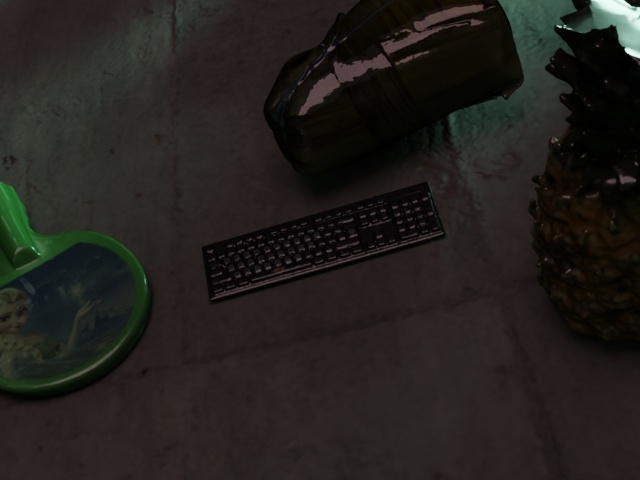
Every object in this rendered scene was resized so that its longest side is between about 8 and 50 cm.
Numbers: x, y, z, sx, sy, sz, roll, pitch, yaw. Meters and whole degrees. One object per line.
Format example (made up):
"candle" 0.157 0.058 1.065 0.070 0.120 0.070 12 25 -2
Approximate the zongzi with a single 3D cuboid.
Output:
"zongzi" 0.035 -0.173 1.023 0.221 0.112 0.242 -26 38 -5

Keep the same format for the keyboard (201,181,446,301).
"keyboard" 0.000 0.000 0.934 0.198 0.010 0.064 -16 47 3

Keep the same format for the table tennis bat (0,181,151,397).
"table tennis bat" -0.242 0.030 0.967 0.160 0.039 0.257 -29 49 -13

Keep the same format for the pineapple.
"pineapple" 0.198 -0.058 0.741 0.157 0.279 0.158 -11 47 12
